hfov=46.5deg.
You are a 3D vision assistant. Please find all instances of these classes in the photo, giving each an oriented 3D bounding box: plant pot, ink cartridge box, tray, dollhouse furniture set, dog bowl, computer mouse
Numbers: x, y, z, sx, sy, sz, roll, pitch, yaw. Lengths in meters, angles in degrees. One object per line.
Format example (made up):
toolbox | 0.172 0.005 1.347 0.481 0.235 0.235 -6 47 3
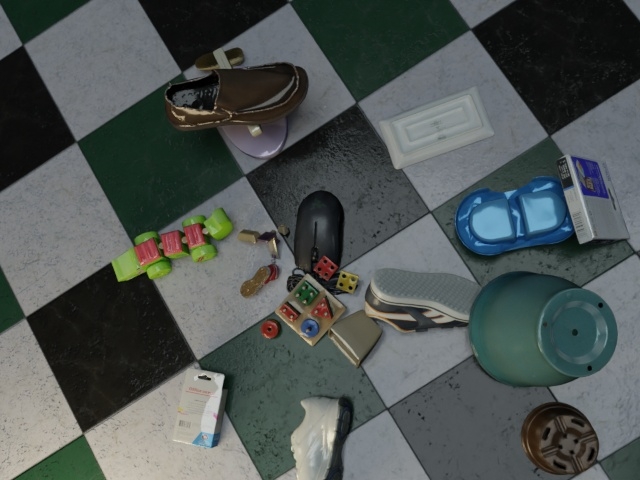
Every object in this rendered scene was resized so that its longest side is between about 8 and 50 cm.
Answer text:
plant pot | 0.499 0.195 1.630 0.271 0.255 0.272 1 84 -11
plant pot | 0.091 0.231 1.813 0.096 0.109 0.109 -40 76 -12
ink cartridge box | 0.642 -0.093 1.755 0.045 0.208 0.206 -24 73 42
tray | 0.296 -0.292 1.908 0.270 0.030 0.145 -19 78 5
dollhouse furniture set | -0.148 0.007 1.937 0.114 0.091 0.081 10 124 33
ink cartridge box | -0.295 0.415 1.859 0.104 0.061 0.181 9 82 10
dog bowl | 0.476 -0.054 1.814 0.297 0.074 0.166 -11 78 6
computer mouse | 0.000 0.000 1.882 0.188 0.072 0.272 -3 80 10
plant pot | 0.543 0.449 1.665 0.166 0.165 0.167 -1 80 8

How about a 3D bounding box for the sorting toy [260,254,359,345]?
sorting toy | -0.023 0.168 1.843 0.132 0.046 0.274 42 102 5

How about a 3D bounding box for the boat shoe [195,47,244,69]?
boat shoe | -0.272 -0.483 2.026 0.135 0.045 0.050 -11 68 5

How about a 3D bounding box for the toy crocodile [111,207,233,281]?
toy crocodile | -0.383 0.014 1.924 0.340 0.105 0.115 -20 77 6

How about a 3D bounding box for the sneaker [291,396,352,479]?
sneaker | -0.011 0.517 1.789 0.129 0.111 0.297 7 77 26

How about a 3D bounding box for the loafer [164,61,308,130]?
loafer | -0.208 -0.346 1.783 0.365 0.130 0.134 -14 76 7

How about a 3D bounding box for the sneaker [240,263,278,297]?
sneaker | -0.153 0.103 1.909 0.118 0.067 0.042 -43 77 31

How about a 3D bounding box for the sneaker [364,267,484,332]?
sneaker | 0.258 0.152 1.795 0.321 0.127 0.126 12 46 -11

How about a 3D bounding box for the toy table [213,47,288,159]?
toy table | -0.194 -0.357 1.934 0.252 0.161 0.274 -38 75 1
